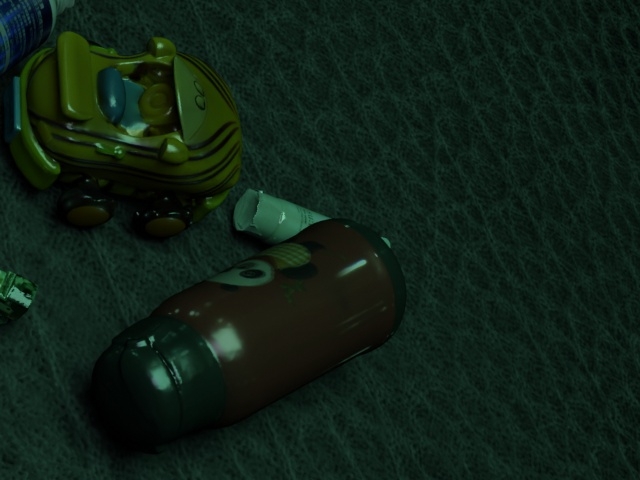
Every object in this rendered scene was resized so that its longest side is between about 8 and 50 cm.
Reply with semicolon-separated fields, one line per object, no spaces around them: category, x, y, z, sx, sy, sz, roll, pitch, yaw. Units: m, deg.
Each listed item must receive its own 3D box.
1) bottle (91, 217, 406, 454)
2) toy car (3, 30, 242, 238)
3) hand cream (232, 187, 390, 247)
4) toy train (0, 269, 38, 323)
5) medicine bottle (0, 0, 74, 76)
bottle;-0.068;0.095;1.446;0.336;0.144;0.144;-27;82;-45
toy car;-0.179;-0.120;1.491;0.248;0.142;0.200;8;60;-34
hand cream;0.000;0.000;1.630;0.205;0.050;0.078;22;47;-33
toy train;-0.299;0.042;1.354;0.083;0.053;0.033;32;48;-21
medicine bottle;-0.325;-0.214;1.459;0.107;0.107;0.191;46;44;-6
